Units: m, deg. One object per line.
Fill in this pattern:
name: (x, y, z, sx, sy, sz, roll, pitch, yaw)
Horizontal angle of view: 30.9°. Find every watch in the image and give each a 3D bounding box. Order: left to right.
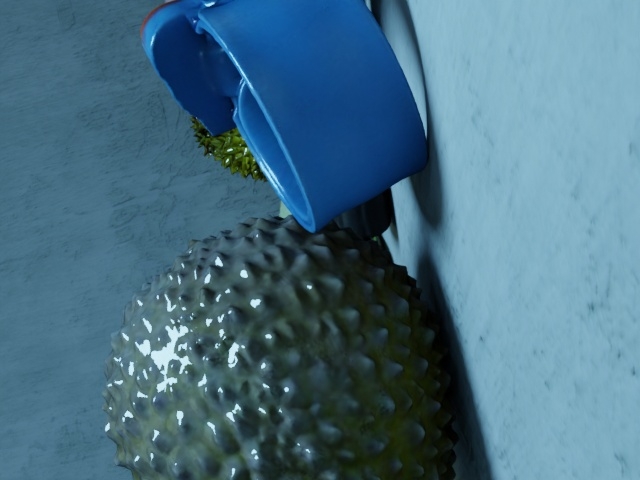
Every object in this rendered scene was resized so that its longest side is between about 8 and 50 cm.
watch: (-0.021, -0.174, 1.085, 0.274, 0.241, 0.305, 56, 174, 35)

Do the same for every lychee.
lychee: (-0.031, 0.166, 1.232, 0.432, 0.380, 0.380, 56, 168, 23)

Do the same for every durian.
durian: (-0.108, -0.243, 2.085, 0.258, 0.258, 0.293, -105, 30, -46)

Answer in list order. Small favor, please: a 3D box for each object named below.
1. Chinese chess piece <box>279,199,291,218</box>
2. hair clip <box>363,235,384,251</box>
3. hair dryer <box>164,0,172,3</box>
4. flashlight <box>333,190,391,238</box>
Chinese chess piece: (0.000, 0.000, 1.685, 0.250, 0.101, 0.250, 2, -90, -83)
hair clip: (0.073, 0.016, 1.614, 0.188, 0.033, 0.060, -105, 6, -81)
hair dryer: (-0.152, -0.285, 1.207, 0.352, 0.125, 0.210, 8, -105, -71)
flashlight: (0.020, -0.185, 1.350, 0.103, 0.103, 0.424, -107, 4, -59)
